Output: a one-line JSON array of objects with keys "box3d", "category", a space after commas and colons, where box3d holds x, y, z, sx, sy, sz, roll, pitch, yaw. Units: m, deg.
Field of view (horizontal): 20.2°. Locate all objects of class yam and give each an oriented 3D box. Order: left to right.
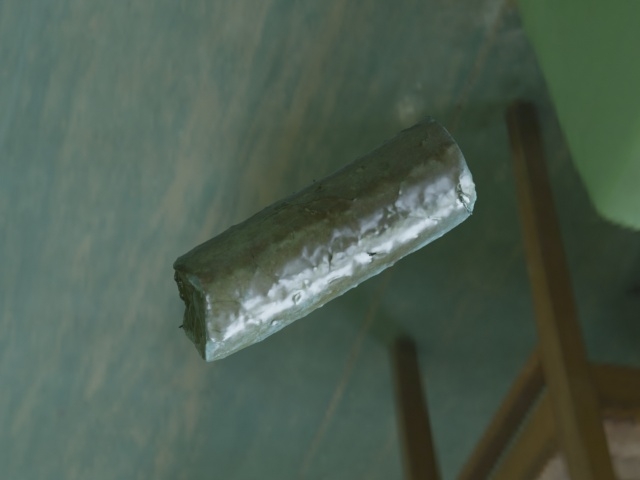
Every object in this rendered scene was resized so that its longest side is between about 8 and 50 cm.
[{"box3d": [0.000, 0.000, 1.407, 0.259, 0.093, 0.093, -29, 137, -17], "category": "yam"}]
